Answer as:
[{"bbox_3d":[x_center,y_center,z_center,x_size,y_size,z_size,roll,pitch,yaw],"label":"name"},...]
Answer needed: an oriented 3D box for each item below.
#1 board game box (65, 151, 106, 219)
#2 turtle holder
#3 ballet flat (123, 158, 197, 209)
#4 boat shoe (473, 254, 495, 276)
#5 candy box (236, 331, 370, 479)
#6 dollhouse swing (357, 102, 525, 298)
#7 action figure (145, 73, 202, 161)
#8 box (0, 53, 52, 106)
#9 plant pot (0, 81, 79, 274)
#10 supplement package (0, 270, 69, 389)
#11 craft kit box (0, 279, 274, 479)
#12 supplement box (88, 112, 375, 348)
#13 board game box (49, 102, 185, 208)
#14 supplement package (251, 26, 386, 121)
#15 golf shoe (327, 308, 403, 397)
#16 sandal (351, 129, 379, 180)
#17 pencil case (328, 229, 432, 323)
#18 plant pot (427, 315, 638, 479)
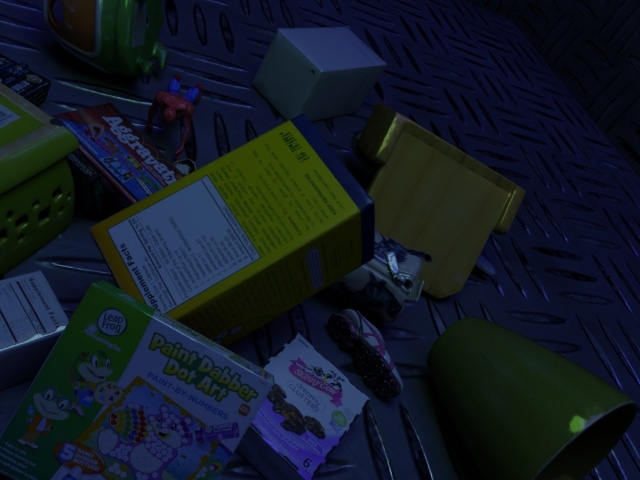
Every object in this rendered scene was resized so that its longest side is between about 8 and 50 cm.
[{"bbox_3d":[-0.434,-0.129,1.021,0.186,0.126,0.026,42,61,9],"label":"board game box"},{"bbox_3d":[-0.446,-0.503,1.318,0.228,0.243,0.320,10,51,-4],"label":"turtle holder"},{"bbox_3d":[-0.294,-0.097,1.134,0.073,0.067,0.206,33,38,-4],"label":"ballet flat"},{"bbox_3d":[0.359,0.044,1.479,0.142,0.040,0.049,38,29,4],"label":"boat shoe"},{"bbox_3d":[-0.041,0.261,0.937,0.165,0.070,0.196,41,39,8],"label":"candy box"},{"bbox_3d":[0.225,-0.089,1.416,0.347,0.304,0.315,27,13,-14],"label":"dollhouse swing"},{"bbox_3d":[-0.313,-0.261,1.292,0.092,0.139,0.280,20,18,-13],"label":"action figure"},{"bbox_3d":[-0.609,-0.277,1.075,0.175,0.051,0.220,27,27,-11],"label":"box"},{"bbox_3d":[-0.500,-0.102,0.880,0.227,0.207,0.228,35,37,1],"label":"plant pot"},{"bbox_3d":[-0.428,0.127,0.771,0.179,0.105,0.105,-17,61,-46],"label":"supplement package"},{"bbox_3d":[-0.223,0.214,0.737,0.250,0.246,0.061,30,-5,-5],"label":"craft kit box"},{"bbox_3d":[-0.118,0.007,0.917,0.357,0.195,0.194,-30,65,-10],"label":"supplement box"},{"bbox_3d":[-0.322,-0.124,1.053,0.281,0.027,0.145,44,33,5],"label":"board game box"},{"bbox_3d":[0.000,-0.444,1.623,0.175,0.177,0.293,48,39,16],"label":"supplement package"},{"bbox_3d":[0.096,0.197,1.106,0.086,0.067,0.186,-12,57,-45],"label":"golf shoe"},{"bbox_3d":[0.176,-0.143,1.516,0.302,0.086,0.120,50,51,-5],"label":"sandal"},{"bbox_3d":[0.000,0.000,1.150,0.411,0.183,0.159,29,68,-8],"label":"pencil case"},{"bbox_3d":[0.332,0.275,1.068,0.275,0.274,0.293,-3,37,-38],"label":"plant pot"}]
